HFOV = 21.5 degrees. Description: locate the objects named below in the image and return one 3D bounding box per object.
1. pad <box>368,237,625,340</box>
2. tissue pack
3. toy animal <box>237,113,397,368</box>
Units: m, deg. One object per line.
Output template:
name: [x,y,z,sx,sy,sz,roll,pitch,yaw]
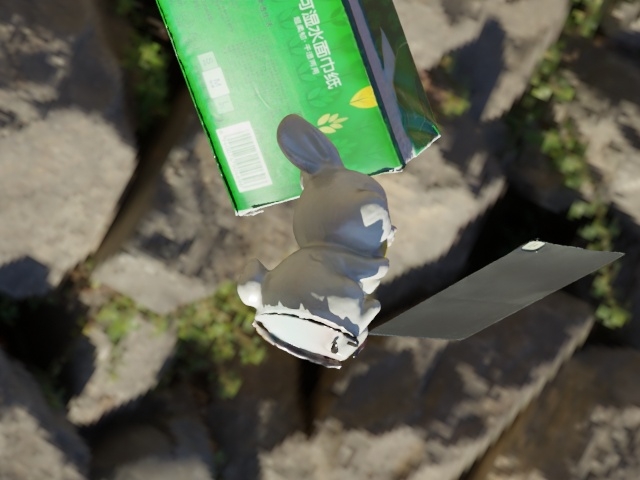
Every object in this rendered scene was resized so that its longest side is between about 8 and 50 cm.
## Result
pad: [0.139,0.043,1.352,0.116,0.004,0.193,7,151,-40]
tissue pack: [-0.012,-0.150,1.281,0.209,0.148,0.156,70,25,-11]
toy animal: [0.006,0.002,0.935,0.071,0.085,0.124,67,39,-64]
